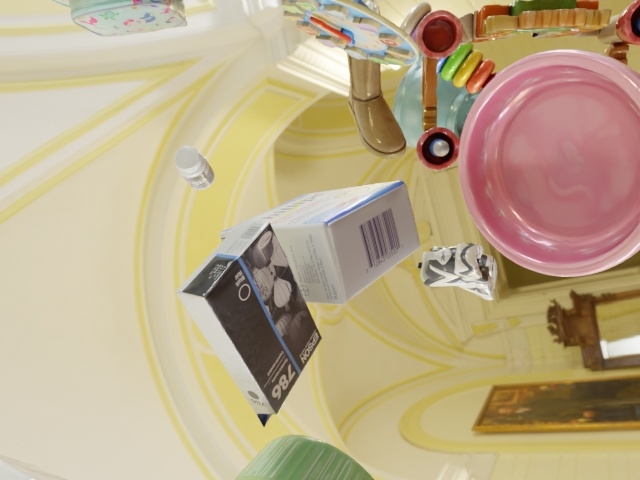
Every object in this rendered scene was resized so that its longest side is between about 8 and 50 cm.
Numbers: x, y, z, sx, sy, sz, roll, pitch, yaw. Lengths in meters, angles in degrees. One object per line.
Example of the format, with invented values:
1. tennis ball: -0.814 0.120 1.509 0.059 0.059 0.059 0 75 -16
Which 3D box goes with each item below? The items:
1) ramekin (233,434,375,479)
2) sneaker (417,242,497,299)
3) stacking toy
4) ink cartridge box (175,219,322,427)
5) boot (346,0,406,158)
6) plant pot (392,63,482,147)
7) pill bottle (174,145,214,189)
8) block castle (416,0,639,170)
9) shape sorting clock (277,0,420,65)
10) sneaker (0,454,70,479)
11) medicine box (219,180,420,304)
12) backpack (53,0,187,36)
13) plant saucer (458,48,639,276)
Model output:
1. ramekin: -0.024 0.484 0.830 0.148 0.303 0.303 -41 -68 -52
2. sneaker: 0.306 0.071 1.110 0.235 0.153 0.094 28 -111 -54
3. stacking toy: 0.343 -0.440 1.209 0.330 0.141 0.141 38 -147 5
4. ink cartridge box: -0.085 0.146 0.774 0.165 0.065 0.332 -55 -42 -38
5. boot: 0.103 -0.329 0.998 0.269 0.089 0.236 79 164 -57
6. plant pot: 0.394 -0.404 1.511 0.293 0.196 0.293 -22 -51 -31
7. pill bottle: -0.332 -0.191 1.282 0.137 0.078 0.078 80 -177 -76
8. block castle: 0.413 -0.302 0.952 0.213 0.453 0.303 -70 -22 -73
9. shape sorting clock: 0.037 -0.283 0.661 0.206 0.206 0.040 8 -70 -58
10. sneaker: -0.380 0.318 0.539 0.104 0.296 0.147 41 -126 -37
11. medicine box: 0.000 0.000 0.967 0.263 0.289 0.149 -30 -70 -45
12. backpack: -0.341 -0.443 0.796 0.225 0.254 0.191 -101 11 -78
13. plant saucer: 0.362 -0.114 0.740 0.084 0.332 0.332 -16 -89 -32
